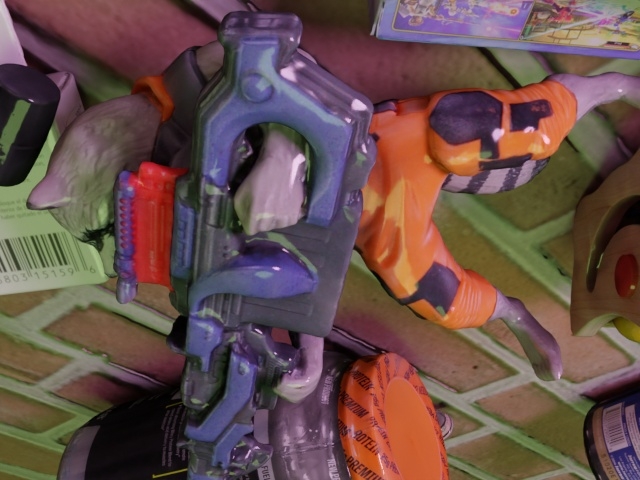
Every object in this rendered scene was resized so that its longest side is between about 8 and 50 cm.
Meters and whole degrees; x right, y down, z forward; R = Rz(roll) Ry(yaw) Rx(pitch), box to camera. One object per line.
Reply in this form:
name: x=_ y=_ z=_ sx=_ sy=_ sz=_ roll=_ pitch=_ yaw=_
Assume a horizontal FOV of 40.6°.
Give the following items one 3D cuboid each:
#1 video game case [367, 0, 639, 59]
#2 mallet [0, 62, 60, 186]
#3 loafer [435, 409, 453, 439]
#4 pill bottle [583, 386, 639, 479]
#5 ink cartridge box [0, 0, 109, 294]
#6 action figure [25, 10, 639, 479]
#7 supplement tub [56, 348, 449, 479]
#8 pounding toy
video game case: x=0.172 y=-0.185 z=0.367 sx=0.270 sy=0.061 sz=0.244 roll=3 pitch=145 yaw=-7
mallet: x=-0.224 y=-0.103 z=0.445 sx=0.190 sy=0.039 sz=0.062 roll=36 pitch=116 yaw=-13
loafer: x=0.082 y=0.208 z=0.951 sx=0.125 sy=0.045 sz=0.039 roll=-16 pitch=136 yaw=24
pill bottle: x=0.386 y=0.187 z=0.863 sx=0.123 sy=0.122 sz=0.219 roll=25 pitch=138 yaw=-33
ink cartridge box: x=-0.284 y=-0.069 z=0.521 sx=0.275 sy=0.060 sz=0.238 roll=-7 pitch=120 yaw=7
action figure: x=0.000 y=0.000 z=0.513 sx=0.330 sy=0.178 sz=0.341 roll=9 pitch=133 yaw=-16
supplement tub: x=-0.064 y=0.226 z=0.825 sx=0.338 sy=0.207 sz=0.207 roll=-19 pitch=142 yaw=24
pounding toy: x=0.272 y=0.016 z=0.540 sx=0.155 sy=0.154 sz=0.269 roll=1 pitch=163 yaw=-4
